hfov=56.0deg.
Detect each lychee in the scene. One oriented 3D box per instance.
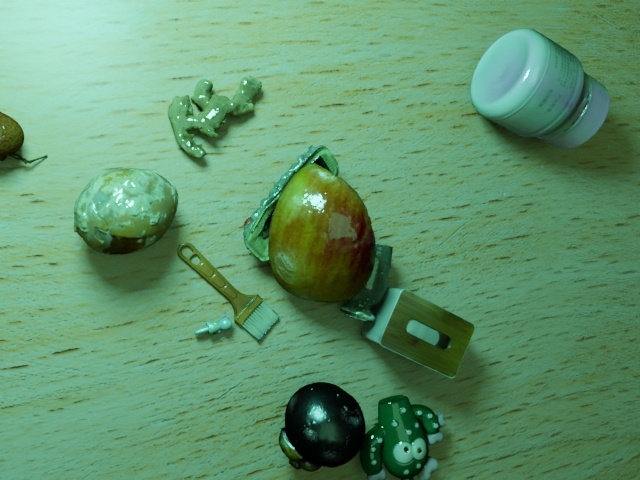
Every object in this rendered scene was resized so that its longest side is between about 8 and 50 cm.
[{"bbox_3d":[-0.682,-0.216,1.288,0.114,0.101,0.140,-32,105,-12],"label":"lychee"}]

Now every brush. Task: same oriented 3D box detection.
[{"bbox_3d":[-0.237,0.119,1.500,0.314,0.017,0.090,45,74,-14],"label":"brush"}]

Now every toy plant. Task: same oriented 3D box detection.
[{"bbox_3d":[0.221,0.543,1.618,0.233,0.112,0.243,17,79,-14],"label":"toy plant"}]

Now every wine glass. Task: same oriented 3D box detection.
[{"bbox_3d":[0.121,0.103,1.575,0.111,0.111,0.204,16,87,-19],"label":"wine glass"}]

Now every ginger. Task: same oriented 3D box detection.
[{"bbox_3d":[-0.259,-0.329,1.462,0.258,0.065,0.149,-46,102,-11],"label":"ginger"}]

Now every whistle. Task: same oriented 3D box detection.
[{"bbox_3d":[-0.260,0.213,1.481,0.100,0.035,0.035,-14,95,-18],"label":"whistle"}]

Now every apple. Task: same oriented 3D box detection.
[{"bbox_3d":[0.000,0.000,1.460,0.254,0.179,0.345,-1,113,-4],"label":"apple"}]

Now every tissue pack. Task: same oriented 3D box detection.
[{"bbox_3d":[0.258,0.241,1.615,0.246,0.136,0.159,26,82,-18],"label":"tissue pack"}]

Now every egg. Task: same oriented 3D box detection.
[{"bbox_3d":[-0.428,-0.067,1.337,0.233,0.195,0.194,-21,98,-31],"label":"egg"}]

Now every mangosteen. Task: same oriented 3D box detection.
[{"bbox_3d":[-0.009,0.479,1.503,0.211,0.211,0.250,32,112,-17],"label":"mangosteen"}]

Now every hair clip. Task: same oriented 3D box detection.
[{"bbox_3d":[-0.088,-0.101,1.508,0.321,0.091,0.138,-52,133,-14],"label":"hair clip"}]

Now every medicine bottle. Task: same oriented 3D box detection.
[{"bbox_3d":[0.610,-0.409,1.670,0.325,0.256,0.256,18,85,-27],"label":"medicine bottle"}]
